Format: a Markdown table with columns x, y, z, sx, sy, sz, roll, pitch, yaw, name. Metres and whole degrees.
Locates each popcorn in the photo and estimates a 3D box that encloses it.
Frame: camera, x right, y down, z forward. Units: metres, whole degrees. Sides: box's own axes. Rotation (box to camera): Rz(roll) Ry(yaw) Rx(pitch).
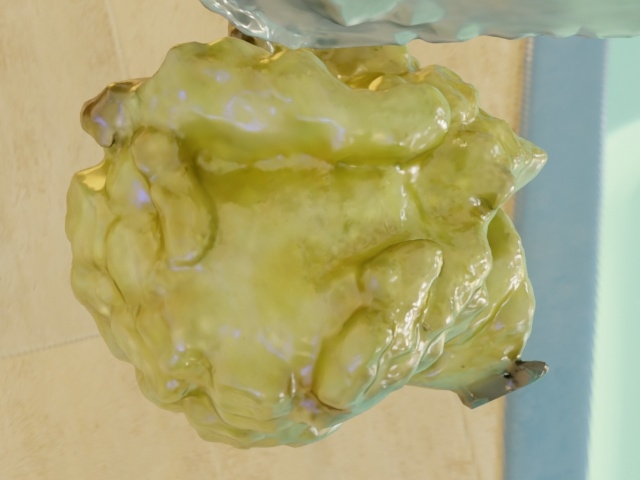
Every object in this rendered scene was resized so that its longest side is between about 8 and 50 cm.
| x | y | z | sx | sy | sz | roll | pitch | yaw | name |
| --- | --- | --- | --- | --- | --- | --- | --- | --- | --- |
| -0.004 | -0.008 | 0.753 | 0.293 | 0.293 | 0.237 | -16 | 76 | -18 | popcorn |

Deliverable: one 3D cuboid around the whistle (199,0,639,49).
| x | y | z | sx | sy | sz | roll | pitch | yaw | name |
| --- | --- | --- | --- | --- | --- | --- | --- | --- | --- |
| 0.165 | -0.118 | 0.314 | 0.405 | 0.168 | 0.188 | -30 | 73 | 7 | whistle |
